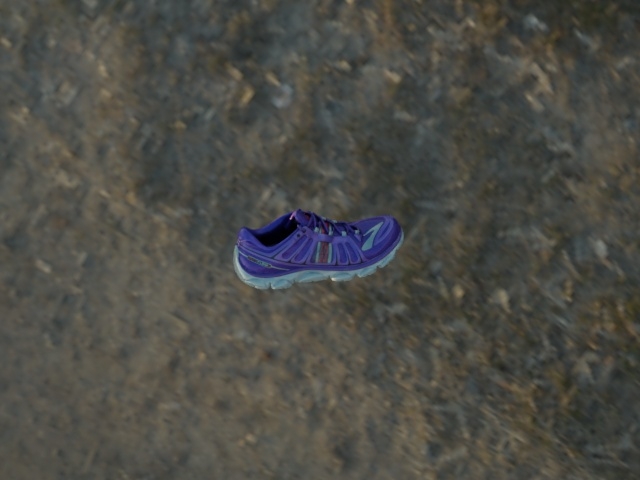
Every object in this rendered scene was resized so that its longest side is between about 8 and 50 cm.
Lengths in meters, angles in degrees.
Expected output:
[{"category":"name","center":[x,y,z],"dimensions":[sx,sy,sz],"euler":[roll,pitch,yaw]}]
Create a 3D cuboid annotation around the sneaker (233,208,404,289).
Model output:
[{"category":"sneaker","center":[0.000,0.000,1.528],"dimensions":[0.170,0.071,0.068],"euler":[-12,32,-15]}]
